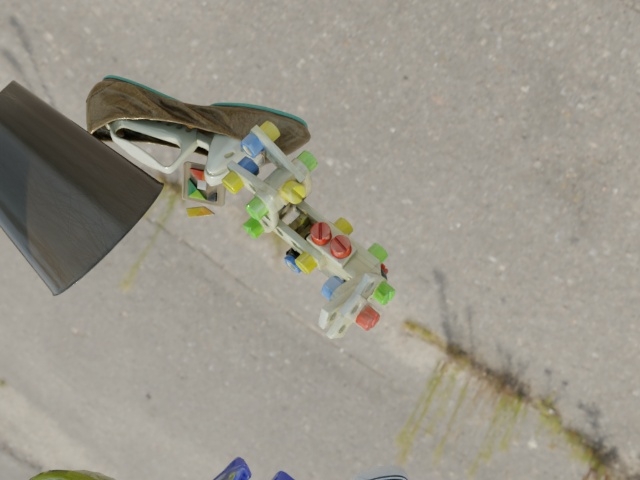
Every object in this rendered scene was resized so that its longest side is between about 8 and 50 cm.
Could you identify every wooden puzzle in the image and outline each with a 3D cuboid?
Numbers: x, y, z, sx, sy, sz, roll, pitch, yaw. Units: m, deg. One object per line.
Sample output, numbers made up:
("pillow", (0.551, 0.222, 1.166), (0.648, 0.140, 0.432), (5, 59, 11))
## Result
("wooden puzzle", (-0.189, -0.089, 1.601), (0.078, 0.014, 0.116), (4, 112, 13))

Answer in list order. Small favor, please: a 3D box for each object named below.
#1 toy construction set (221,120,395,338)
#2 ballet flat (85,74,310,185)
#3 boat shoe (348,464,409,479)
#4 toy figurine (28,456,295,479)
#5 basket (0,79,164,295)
("toy construction set", (0.000, 0.000, 1.388), (0.328, 0.151, 0.215), (54, 168, 27))
("ballet flat", (-0.191, -0.152, 1.472), (0.342, 0.124, 0.116), (14, 155, 1))
("boat shoe", (0.054, 0.558, 1.997), (0.102, 0.301, 0.108), (-126, 19, -49))
("toy figurine", (-0.062, 0.277, 0.816), (0.362, 0.217, 0.191), (34, 121, 1))
("basket", (-0.352, -0.077, 1.256), (0.227, 0.204, 0.154), (45, 175, -18))
